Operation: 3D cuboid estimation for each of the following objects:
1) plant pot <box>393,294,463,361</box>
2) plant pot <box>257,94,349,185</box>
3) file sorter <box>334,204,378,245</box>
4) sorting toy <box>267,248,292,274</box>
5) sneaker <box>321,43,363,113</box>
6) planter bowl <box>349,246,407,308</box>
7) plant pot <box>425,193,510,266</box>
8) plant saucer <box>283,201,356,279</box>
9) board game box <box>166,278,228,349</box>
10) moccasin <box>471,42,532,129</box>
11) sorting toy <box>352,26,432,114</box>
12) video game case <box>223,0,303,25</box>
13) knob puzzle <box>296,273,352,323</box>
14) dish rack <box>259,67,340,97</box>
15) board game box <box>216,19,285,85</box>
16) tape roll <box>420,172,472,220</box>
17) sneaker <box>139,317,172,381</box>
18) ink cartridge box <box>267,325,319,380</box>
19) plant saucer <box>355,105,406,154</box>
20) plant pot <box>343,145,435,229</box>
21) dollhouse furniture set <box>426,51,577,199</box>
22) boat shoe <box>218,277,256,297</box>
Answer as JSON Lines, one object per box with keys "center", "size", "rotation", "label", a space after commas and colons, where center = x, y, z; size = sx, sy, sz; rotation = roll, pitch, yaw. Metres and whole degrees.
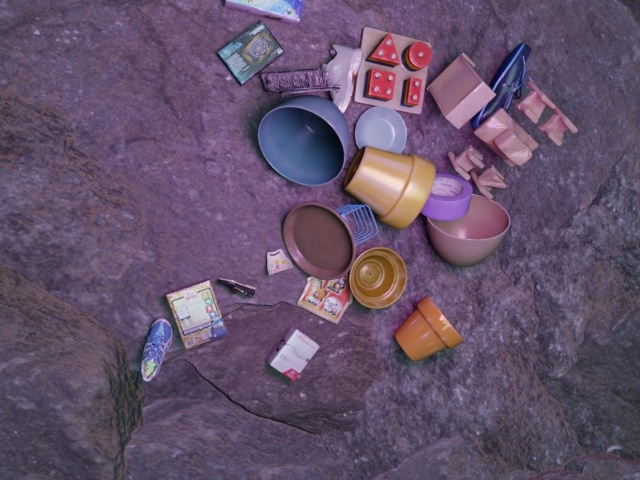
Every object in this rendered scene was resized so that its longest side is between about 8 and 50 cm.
{"center": [0.377, 0.334, 1.867], "size": [0.188, 0.205, 0.205], "rotation": [-38, 105, 6], "label": "plant pot"}
{"center": [-0.027, -0.347, 1.654], "size": [0.290, 0.290, 0.195], "rotation": [43, 47, -16], "label": "plant pot"}
{"center": [0.104, -0.057, 1.750], "size": [0.105, 0.170, 0.118], "rotation": [-26, 102, -15], "label": "file sorter"}
{"center": [-0.147, 0.070, 1.757], "size": [0.084, 0.045, 0.075], "rotation": [-17, 93, -14], "label": "sorting toy"}
{"center": [0.051, -0.532, 1.736], "size": [0.121, 0.099, 0.262], "rotation": [16, 83, -10], "label": "sneaker"}
{"center": [0.190, 0.126, 1.834], "size": [0.218, 0.090, 0.216], "rotation": [-2, 96, -17], "label": "planter bowl"}
{"center": [0.512, -0.016, 1.848], "size": [0.285, 0.284, 0.190], "rotation": [-14, 130, -15], "label": "plant pot"}
{"center": [0.000, 0.000, 1.704], "size": [0.041, 0.278, 0.277], "rotation": [-36, 108, -50], "label": "plant saucer"}
{"center": [-0.403, 0.240, 1.693], "size": [0.147, 0.045, 0.193], "rotation": [-19, 100, -14], "label": "board game box"}
{"center": [0.683, -0.549, 1.903], "size": [0.117, 0.137, 0.341], "rotation": [28, 100, -4], "label": "moccasin"}
{"center": [0.261, -0.589, 1.786], "size": [0.258, 0.089, 0.255], "rotation": [7, 93, -17], "label": "sorting toy"}
{"center": [-0.166, -0.856, 1.648], "size": [0.245, 0.061, 0.269], "rotation": [8, 93, -16], "label": "video game case"}
{"center": [0.035, 0.178, 1.825], "size": [0.214, 0.030, 0.212], "rotation": [-2, 96, -16], "label": "knob puzzle"}
{"center": [-0.062, -0.495, 1.613], "size": [0.209, 0.271, 0.074], "rotation": [-11, 111, -15], "label": "dish rack"}
{"center": [-0.224, -0.607, 1.673], "size": [0.186, 0.026, 0.126], "rotation": [-40, 104, -9], "label": "board game box"}
{"center": [0.430, -0.155, 1.809], "size": [0.189, 0.189, 0.080], "rotation": [-14, 130, -15], "label": "tape roll"}
{"center": [-0.524, 0.353, 1.650], "size": [0.080, 0.081, 0.210], "rotation": [13, 90, -16], "label": "sneaker"}
{"center": [-0.094, 0.390, 1.790], "size": [0.109, 0.063, 0.150], "rotation": [39, 83, -16], "label": "ink cartridge box"}
{"center": [0.208, -0.372, 1.819], "size": [0.195, 0.037, 0.194], "rotation": [-2, 96, -16], "label": "plant saucer"}
{"center": [0.217, -0.196, 1.736], "size": [0.239, 0.254, 0.253], "rotation": [25, 88, -10], "label": "plant pot"}
{"center": [0.582, -0.420, 1.789], "size": [0.394, 0.256, 0.362], "rotation": [32, 120, -27], "label": "dollhouse furniture set"}
{"center": [-0.281, 0.157, 1.719], "size": [0.133, 0.049, 0.041], "rotation": [22, 81, -22], "label": "boat shoe"}
